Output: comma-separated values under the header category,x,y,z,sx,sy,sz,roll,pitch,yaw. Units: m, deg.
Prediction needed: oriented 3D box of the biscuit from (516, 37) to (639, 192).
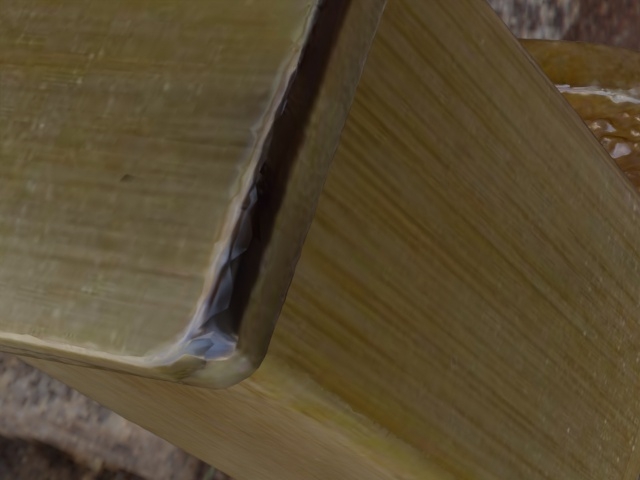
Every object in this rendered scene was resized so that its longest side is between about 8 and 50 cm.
category,x,y,z,sx,sy,sz,roll,pitch,yaw
biscuit,0.107,-0.033,1.271,0.367,0.063,0.314,-1,146,1

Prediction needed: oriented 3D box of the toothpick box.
category,x,y,z,sx,sy,sz,roll,pitch,yaw
toothpick box,0.000,0.000,0.610,0.190,0.187,0.308,6,160,35
